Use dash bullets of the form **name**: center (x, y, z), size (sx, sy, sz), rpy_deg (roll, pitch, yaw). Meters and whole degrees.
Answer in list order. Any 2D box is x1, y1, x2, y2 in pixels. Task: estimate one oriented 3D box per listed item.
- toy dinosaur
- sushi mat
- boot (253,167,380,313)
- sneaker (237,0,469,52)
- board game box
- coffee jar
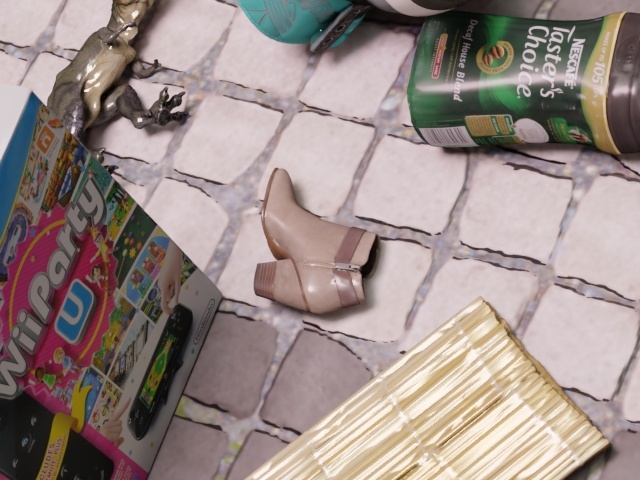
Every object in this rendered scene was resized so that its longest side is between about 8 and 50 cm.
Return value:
- **toy dinosaur**: center (-0.182, -0.100, 1.489), size (0.118, 0.064, 0.268), rpy_deg (29, 80, 40)
- **sushi mat**: center (0.027, 0.181, 1.267), size (0.316, 0.019, 0.151), rpy_deg (-38, 56, 1)
- **boot**: center (0.000, 0.000, 1.369), size (0.087, 0.042, 0.118), rpy_deg (-1, 64, 16)
- **sneaker**: center (0.014, -0.201, 1.368), size (0.178, 0.124, 0.295), rpy_deg (-27, 14, 20)
- **board game box**: center (-0.200, 0.063, 1.257), size (0.097, 0.303, 0.224), rpy_deg (11, 68, 28)
- **coffee jar**: center (0.159, -0.112, 1.332), size (0.184, 0.079, 0.096), rpy_deg (3, 65, 24)
